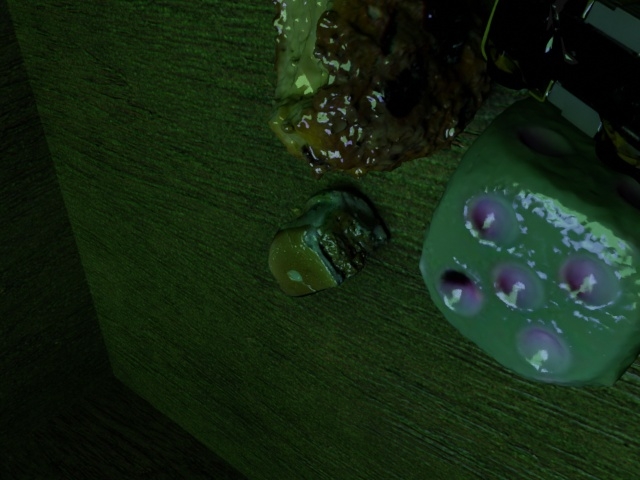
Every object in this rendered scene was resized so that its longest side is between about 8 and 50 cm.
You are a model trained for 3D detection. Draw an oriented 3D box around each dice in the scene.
[{"bbox_3d":[0.361,-0.005,0.982,0.330,0.322,0.318,35,137,22],"label":"dice"}]

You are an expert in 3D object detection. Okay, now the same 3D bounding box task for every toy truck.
[{"bbox_3d":[0.410,-0.214,0.848,0.405,0.254,0.180,49,141,31],"label":"toy truck"}]

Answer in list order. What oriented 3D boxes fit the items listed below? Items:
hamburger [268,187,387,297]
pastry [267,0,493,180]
[{"bbox_3d":[0.000,0.000,1.484,0.288,0.168,0.192,-20,103,51],"label":"hamburger"},{"bbox_3d":[0.099,-0.293,1.060,0.292,0.337,0.405,-179,91,-66],"label":"pastry"}]
